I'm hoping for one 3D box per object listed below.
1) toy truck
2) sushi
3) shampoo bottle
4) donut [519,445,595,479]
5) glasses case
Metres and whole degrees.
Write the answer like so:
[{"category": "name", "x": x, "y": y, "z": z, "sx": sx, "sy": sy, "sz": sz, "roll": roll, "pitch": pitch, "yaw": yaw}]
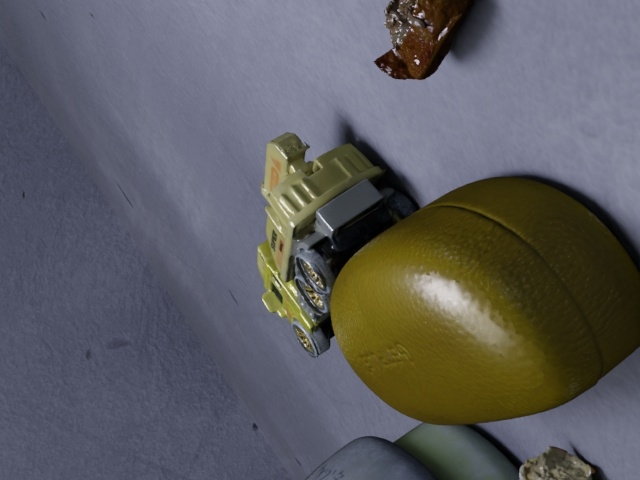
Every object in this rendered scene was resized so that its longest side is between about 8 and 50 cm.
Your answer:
[{"category": "toy truck", "x": 0.000, "y": 0.000, "z": 1.067, "sx": 0.157, "sy": 0.124, "sz": 0.272, "roll": 51, "pitch": 163, "yaw": 18}, {"category": "sushi", "x": 0.071, "y": -0.154, "z": 0.712, "sx": 0.055, "sy": 0.052, "sz": 0.120, "roll": 40, "pitch": 164, "yaw": 5}, {"category": "shampoo bottle", "x": 0.095, "y": 0.381, "z": 1.160, "sx": 0.322, "sy": 0.317, "sz": 0.322, "roll": 49, "pitch": 164, "yaw": 20}, {"category": "donut", "x": 0.253, "y": 0.263, "z": 0.930, "sx": 0.166, "sy": 0.065, "sz": 0.108, "roll": 35, "pitch": 153, "yaw": 51}, {"category": "glasses case", "x": 0.105, "y": 0.061, "z": 0.847, "sx": 0.173, "sy": 0.141, "sz": 0.371, "roll": 57, "pitch": 163, "yaw": 3}]
